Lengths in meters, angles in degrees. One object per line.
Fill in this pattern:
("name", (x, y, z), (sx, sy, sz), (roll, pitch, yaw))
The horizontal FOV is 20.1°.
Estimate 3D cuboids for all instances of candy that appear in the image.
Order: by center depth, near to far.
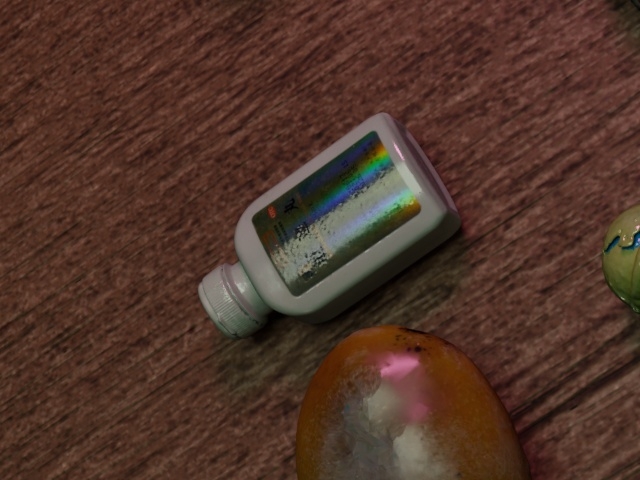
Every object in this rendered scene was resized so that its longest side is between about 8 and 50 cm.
("candy", (0.379, 0.045, 1.390), (0.335, 0.092, 0.093), (18, 48, 21))

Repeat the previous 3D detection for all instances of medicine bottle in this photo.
("medicine bottle", (0.000, 0.000, 1.567), (0.229, 0.083, 0.121), (-36, 67, 14))

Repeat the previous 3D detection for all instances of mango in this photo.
("mango", (0.079, 0.222, 1.439), (0.193, 0.146, 0.316), (-18, 79, 33))

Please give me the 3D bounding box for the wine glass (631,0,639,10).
("wine glass", (0.318, -0.280, 1.494), (0.195, 0.079, 0.079), (-42, 63, 11))
